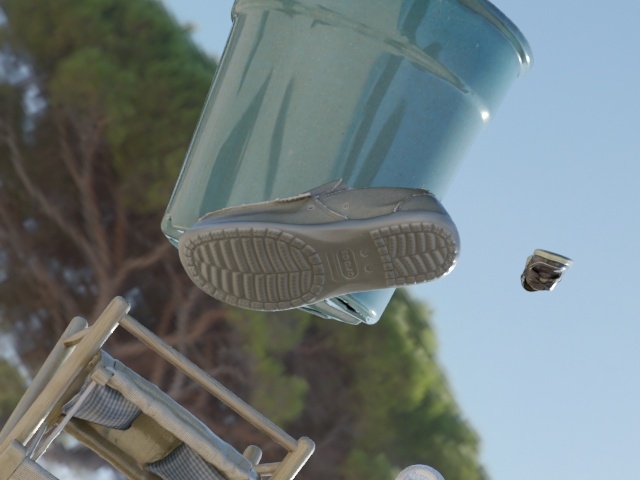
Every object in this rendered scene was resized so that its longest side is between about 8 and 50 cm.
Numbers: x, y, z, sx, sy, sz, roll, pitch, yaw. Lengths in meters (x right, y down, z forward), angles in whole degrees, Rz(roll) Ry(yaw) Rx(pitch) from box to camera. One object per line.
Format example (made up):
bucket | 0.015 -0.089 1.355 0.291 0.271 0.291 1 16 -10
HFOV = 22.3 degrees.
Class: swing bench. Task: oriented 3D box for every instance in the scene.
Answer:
swing bench | -0.191 0.236 1.591 0.253 0.254 0.165 38 -23 -13

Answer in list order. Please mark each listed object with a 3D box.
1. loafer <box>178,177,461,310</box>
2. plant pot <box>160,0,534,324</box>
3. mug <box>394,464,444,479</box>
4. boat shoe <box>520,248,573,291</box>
loafer | 0.000 0.000 1.441 0.087 0.251 0.094 -80 166 -57
plant pot | 0.010 -0.107 1.743 0.341 0.334 0.341 22 -10 4
mug | 0.091 0.236 1.442 0.078 0.062 0.064 55 -17 26
boat shoe | 0.297 0.044 2.143 0.056 0.049 0.152 20 -7 3
